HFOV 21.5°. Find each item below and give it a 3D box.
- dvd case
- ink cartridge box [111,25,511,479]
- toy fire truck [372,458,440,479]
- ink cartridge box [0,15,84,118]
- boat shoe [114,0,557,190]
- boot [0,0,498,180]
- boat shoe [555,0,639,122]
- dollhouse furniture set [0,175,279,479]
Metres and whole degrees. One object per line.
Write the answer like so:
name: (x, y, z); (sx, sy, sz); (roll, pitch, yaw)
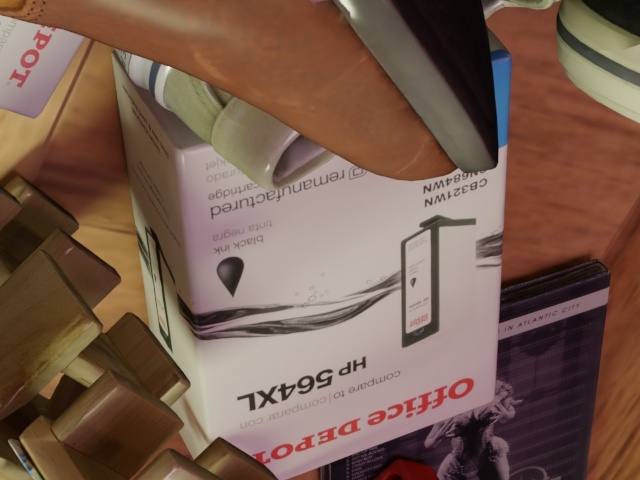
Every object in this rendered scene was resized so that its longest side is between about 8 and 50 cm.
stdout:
dvd case: (0.077, 0.119, 0.932); (0.164, 0.018, 0.221); (-16, 132, -17)
ink cartridge box: (0.000, 0.000, 0.742); (0.148, 0.086, 0.203); (-18, 132, -17)
toy fire truck: (0.040, 0.215, 0.943); (0.135, 0.047, 0.192); (20, 115, -39)
ink cartridge box: (-0.141, -0.119, 0.578); (0.150, 0.063, 0.109); (18, 114, -39)
boat shoe: (0.064, -0.127, 0.640); (0.302, 0.094, 0.109); (-37, 166, -10)
boot: (-0.126, -0.052, 0.392); (0.280, 0.096, 0.264); (-25, 143, 28)
boat shoe: (0.310, -0.175, 0.730); (0.500, 0.187, 0.156); (-22, 128, -21)
dollhouse furniture set: (-0.154, 0.064, 0.582); (0.161, 0.212, 0.242); (-44, 144, 2)
